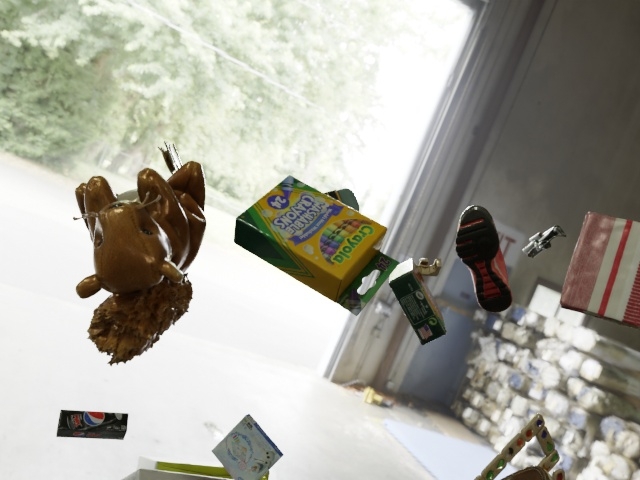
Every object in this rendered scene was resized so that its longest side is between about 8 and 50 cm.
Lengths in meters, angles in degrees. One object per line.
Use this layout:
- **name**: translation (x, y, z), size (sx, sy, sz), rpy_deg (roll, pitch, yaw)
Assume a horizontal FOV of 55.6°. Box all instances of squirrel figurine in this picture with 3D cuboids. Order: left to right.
- **squirrel figurine**: translation (-0.355, 0.052, 1.231), size (0.280, 0.397, 0.370), rpy_deg (-6, 17, -12)

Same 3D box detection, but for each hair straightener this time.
- **hair straightener**: translation (0.614, 0.017, 1.673), size (0.047, 0.089, 0.230), rpy_deg (34, -10, 2)

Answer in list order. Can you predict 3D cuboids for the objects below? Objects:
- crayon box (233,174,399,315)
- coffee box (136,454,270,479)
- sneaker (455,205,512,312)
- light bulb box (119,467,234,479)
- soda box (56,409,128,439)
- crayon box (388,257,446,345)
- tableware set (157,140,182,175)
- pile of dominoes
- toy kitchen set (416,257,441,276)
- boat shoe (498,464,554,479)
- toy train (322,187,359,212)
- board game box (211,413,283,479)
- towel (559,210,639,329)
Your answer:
- **crayon box**: translation (0.000, 0.000, 1.325), size (0.322, 0.083, 0.203), rpy_deg (30, 47, 17)
- **coffee box**: translation (-0.375, 0.826, 1.780), size (0.338, 0.338, 0.334), rpy_deg (14, -20, -22)
- **sneaker**: translation (0.446, 0.041, 1.677), size (0.115, 0.314, 0.136), rpy_deg (-12, 21, 18)
- **light bulb box**: translation (-0.315, 0.669, 1.323), size (0.357, 0.225, 0.361), rpy_deg (22, -41, -30)
- **soda box**: translation (-0.586, 0.475, 1.561), size (0.168, 0.060, 0.053), rpy_deg (10, 49, -21)
- **crayon box**: translation (0.285, 0.167, 1.799), size (0.202, 0.081, 0.318), rpy_deg (61, 9, -2)
- **tableware set**: translation (-0.346, -0.141, 1.459), size (0.039, 0.194, 0.128), rpy_deg (-20, 7, -2)
- **pile of dominoes**: translation (0.378, 0.478, 1.127), size (0.040, 0.251, 0.196), rpy_deg (3, -55, 62)
- **toy kitchen set**: translation (0.376, 0.079, 2.138), size (0.083, 0.068, 0.075), rpy_deg (4, -31, -1)
- **boat shoe**: translation (0.273, 0.461, 1.010), size (0.095, 0.257, 0.095), rpy_deg (47, 2, -24)
- **toy train**: translation (0.025, -0.041, 1.982), size (0.190, 0.142, 0.334), rpy_deg (-14, -29, -9)
- **board game box**: translation (-0.121, 0.351, 1.005), size (0.090, 0.090, 0.020), rpy_deg (46, 9, 16)
- **towel**: translation (0.695, 0.081, 1.263), size (0.328, 0.237, 0.037), rpy_deg (17, -18, 26)
